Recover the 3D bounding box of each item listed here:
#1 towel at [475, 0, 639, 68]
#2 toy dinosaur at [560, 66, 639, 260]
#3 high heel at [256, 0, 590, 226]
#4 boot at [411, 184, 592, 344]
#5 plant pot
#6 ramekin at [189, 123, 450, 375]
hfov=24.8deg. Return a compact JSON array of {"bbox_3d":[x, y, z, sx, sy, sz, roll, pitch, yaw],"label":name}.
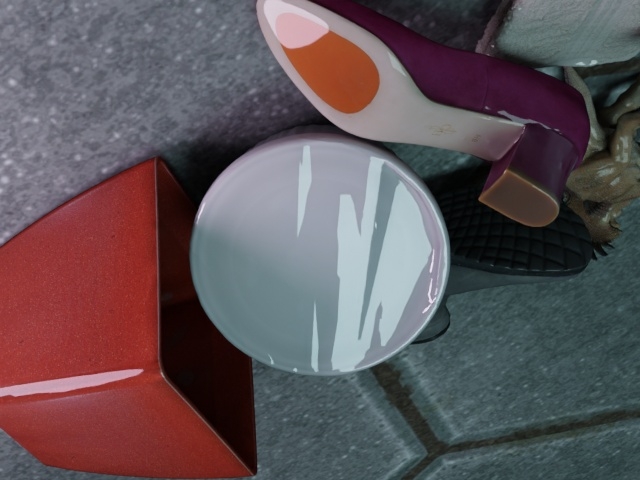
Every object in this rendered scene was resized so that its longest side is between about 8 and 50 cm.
[{"bbox_3d":[0.273,-0.246,1.456,0.187,0.049,0.282,-8,159,-11],"label":"towel"},{"bbox_3d":[0.325,-0.081,1.707,0.200,0.127,0.295,-29,138,22],"label":"toy dinosaur"},{"bbox_3d":[0.110,-0.174,1.481,0.377,0.181,0.127,37,137,-15],"label":"high heel"},{"bbox_3d":[0.151,0.042,1.751,0.338,0.118,0.223,4,145,8],"label":"boot"},{"bbox_3d":[-0.229,0.110,1.577,0.235,0.267,0.267,-14,145,13],"label":"plant pot"},{"bbox_3d":[0.000,0.000,1.558,0.272,0.127,0.273,0,111,0],"label":"ramekin"}]
